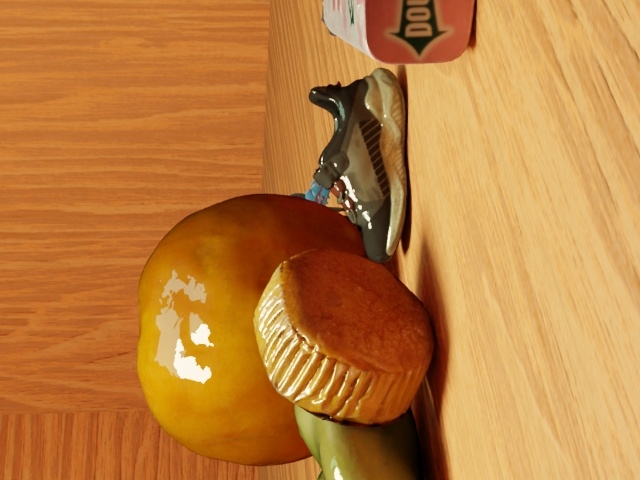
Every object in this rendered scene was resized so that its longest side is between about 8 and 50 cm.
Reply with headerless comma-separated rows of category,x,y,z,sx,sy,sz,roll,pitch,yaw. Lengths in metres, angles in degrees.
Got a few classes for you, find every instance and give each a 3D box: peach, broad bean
peach,-0.063,0.112,1.889,0.343,0.302,0.342,-9,-90,-75
broad bean,0.050,0.243,1.622,0.189,0.121,0.263,54,-165,-35

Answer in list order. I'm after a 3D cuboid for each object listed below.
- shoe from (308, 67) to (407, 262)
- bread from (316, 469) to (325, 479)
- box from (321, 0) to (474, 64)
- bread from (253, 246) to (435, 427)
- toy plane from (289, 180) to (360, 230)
shoe,0.041,-0.087,1.759,0.099,0.112,0.227,156,114,-81
bread,-0.006,0.358,2.100,0.228,0.033,0.228,-53,-7,-9
box,0.070,-0.285,1.533,0.369,0.112,0.190,-110,20,-76
bread,0.027,0.094,1.586,0.199,0.199,0.104,-100,27,-52
toy plane,0.000,0.000,2.156,0.271,0.105,0.254,-100,12,-60
